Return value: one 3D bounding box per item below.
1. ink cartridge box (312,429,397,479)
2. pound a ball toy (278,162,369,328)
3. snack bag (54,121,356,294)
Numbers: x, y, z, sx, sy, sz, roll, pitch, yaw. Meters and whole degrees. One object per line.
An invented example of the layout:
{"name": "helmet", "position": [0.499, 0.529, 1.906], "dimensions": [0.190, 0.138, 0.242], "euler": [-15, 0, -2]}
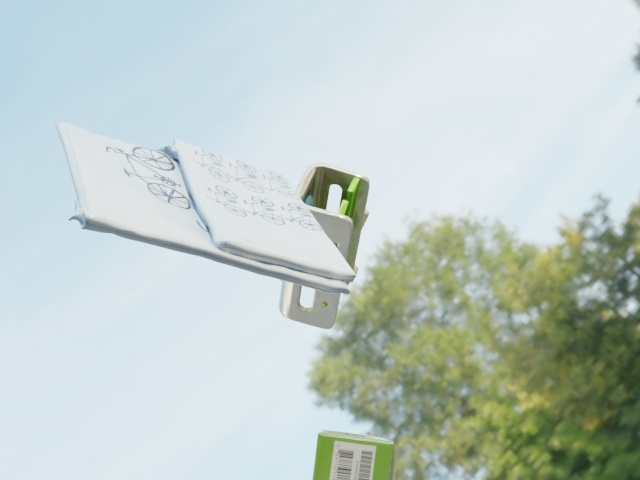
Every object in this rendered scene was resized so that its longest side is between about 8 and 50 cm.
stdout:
{"name": "ink cartridge box", "position": [0.043, 0.353, 1.593], "dimensions": [0.255, 0.097, 0.189], "euler": [64, -147, -75]}
{"name": "pound a ball toy", "position": [0.000, 0.000, 2.202], "dimensions": [0.208, 0.135, 0.319], "euler": [-67, -10, -45]}
{"name": "snack bag", "position": [-0.152, -0.053, 1.510], "dimensions": [0.342, 0.323, 0.037], "euler": [15, -70, -24]}
